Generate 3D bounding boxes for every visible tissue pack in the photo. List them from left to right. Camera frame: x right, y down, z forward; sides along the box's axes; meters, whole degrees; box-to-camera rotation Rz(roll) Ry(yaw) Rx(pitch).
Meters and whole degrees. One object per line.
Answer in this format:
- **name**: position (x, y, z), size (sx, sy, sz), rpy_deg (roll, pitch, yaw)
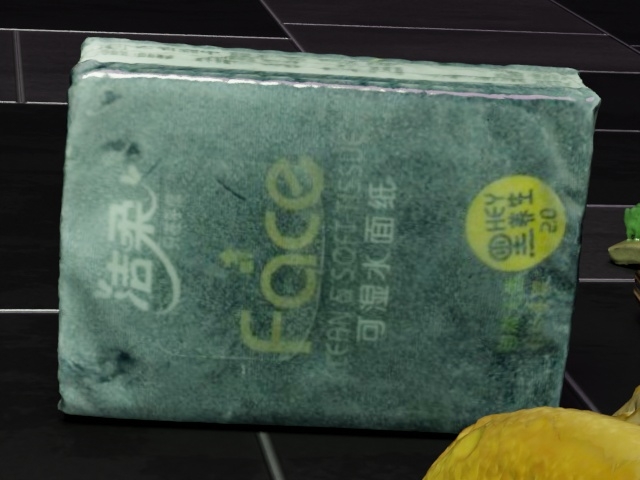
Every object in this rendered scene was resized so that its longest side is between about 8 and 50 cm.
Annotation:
- **tissue pack**: position (0.000, 0.000, 0.872), size (0.257, 0.185, 0.081), rpy_deg (3, 18, -4)

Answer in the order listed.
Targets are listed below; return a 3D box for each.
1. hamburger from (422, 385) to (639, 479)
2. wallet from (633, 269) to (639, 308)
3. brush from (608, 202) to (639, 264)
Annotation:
- **hamburger**: position (0.139, 0.127, 0.561), size (0.144, 0.157, 0.283), rpy_deg (-4, 17, -26)
- **wallet**: position (0.311, 0.051, 1.024), size (0.230, 0.042, 0.124), rpy_deg (0, 21, -8)
- **brush**: position (0.300, -0.025, 1.257), size (0.054, 0.048, 0.282), rpy_deg (21, 22, 34)
